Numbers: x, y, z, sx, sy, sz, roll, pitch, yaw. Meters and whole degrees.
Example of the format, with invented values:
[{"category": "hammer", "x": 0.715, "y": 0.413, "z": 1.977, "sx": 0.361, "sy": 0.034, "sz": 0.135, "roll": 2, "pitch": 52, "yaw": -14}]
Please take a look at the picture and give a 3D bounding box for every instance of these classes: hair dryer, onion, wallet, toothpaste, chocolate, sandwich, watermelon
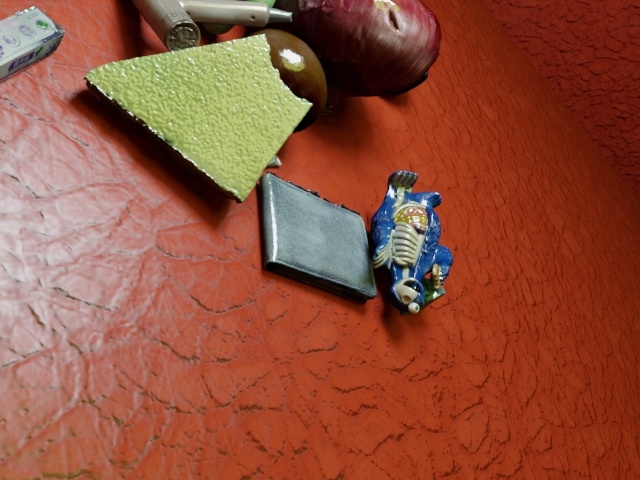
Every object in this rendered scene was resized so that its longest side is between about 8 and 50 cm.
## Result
[{"category": "hair dryer", "x": -0.158, "y": -0.351, "z": 0.900, "sx": 0.220, "sy": 0.053, "sz": 0.195, "roll": -17, "pitch": 52, "yaw": -29}, {"category": "onion", "x": 0.039, "y": -0.359, "z": 1.118, "sx": 0.348, "sy": 0.285, "sz": 0.347, "roll": 24, "pitch": 9, "yaw": -4}, {"category": "wallet", "x": -0.002, "y": 0.001, "z": 0.942, "sx": 0.222, "sy": 0.036, "sz": 0.167, "roll": 21, "pitch": 49, "yaw": -38}, {"category": "toothpaste", "x": -0.358, "y": -0.202, "z": 0.667, "sx": 0.047, "sy": 0.040, "sz": 0.196, "roll": 42, "pitch": 37, "yaw": -13}, {"category": "chocolate", "x": -0.069, "y": -0.259, "z": 0.963, "sx": 0.177, "sy": 0.177, "sz": 0.176, "roll": 31, "pitch": 42, "yaw": -32}, {"category": "sandwich", "x": -0.146, "y": -0.201, "z": 0.816, "sx": 0.245, "sy": 0.063, "sz": 0.212, "roll": 40, "pitch": 72, "yaw": -18}, {"category": "watermelon", "x": 0.175, "y": 0.102, "z": 1.059, "sx": 0.085, "sy": 0.085, "sz": 0.061, "roll": -79, "pitch": 161, "yaw": -45}]

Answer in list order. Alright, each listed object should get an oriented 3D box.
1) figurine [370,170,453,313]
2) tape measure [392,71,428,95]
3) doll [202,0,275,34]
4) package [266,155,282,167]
[{"category": "figurine", "x": 0.143, "y": 0.012, "z": 1.038, "sx": 0.164, "sy": 0.121, "sz": 0.262, "roll": 37, "pitch": 46, "yaw": -18}, {"category": "tape measure", "x": 0.163, "y": -0.446, "z": 1.420, "sx": 0.202, "sy": 0.135, "sz": 0.222, "roll": 35, "pitch": 41, "yaw": -44}, {"category": "doll", "x": -0.143, "y": -0.511, "z": 0.984, "sx": 0.186, "sy": 0.199, "sz": 0.321, "roll": 34, "pitch": 52, "yaw": -49}, {"category": "package", "x": -0.097, "y": -0.120, "z": 0.940, "sx": 0.037, "sy": 0.015, "sz": 0.110, "roll": 52, "pitch": 33, "yaw": 3}]
